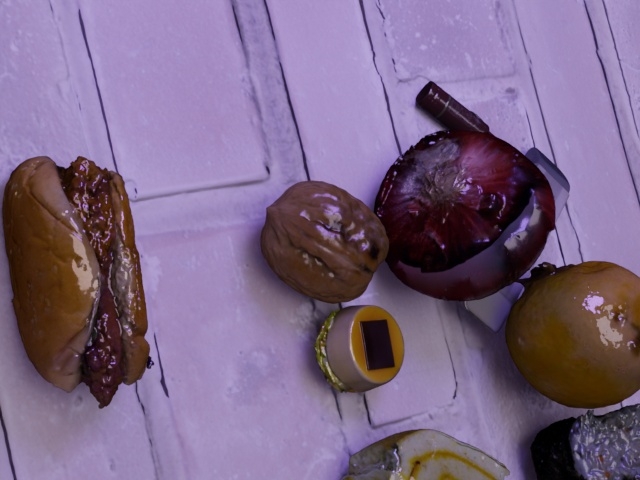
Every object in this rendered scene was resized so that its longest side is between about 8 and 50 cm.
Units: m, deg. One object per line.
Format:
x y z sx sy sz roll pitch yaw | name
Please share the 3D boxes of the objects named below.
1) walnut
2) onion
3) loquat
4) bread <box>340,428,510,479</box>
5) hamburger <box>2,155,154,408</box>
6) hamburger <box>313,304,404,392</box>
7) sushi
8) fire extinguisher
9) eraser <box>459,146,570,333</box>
0.000 0.000 1.515 0.184 0.155 0.155 33 64 -26 | walnut
0.220 -0.024 1.615 0.195 0.272 0.272 48 51 -56 | onion
0.394 0.134 1.641 0.244 0.244 0.243 7 75 -29 | loquat
0.148 0.362 1.536 0.257 0.124 0.185 36 57 -18 | bread
-0.292 0.026 1.326 0.156 0.245 0.282 -7 38 -27 | hamburger
0.050 0.153 1.546 0.141 0.081 0.126 -24 94 -45 | hamburger
0.439 0.332 1.689 0.225 0.126 0.136 2 70 -40 | sushi
0.225 -0.198 1.754 0.157 0.045 0.078 34 42 -19 | fire extinguisher
0.311 -0.007 1.749 0.089 0.061 0.352 40 63 -17 | eraser
